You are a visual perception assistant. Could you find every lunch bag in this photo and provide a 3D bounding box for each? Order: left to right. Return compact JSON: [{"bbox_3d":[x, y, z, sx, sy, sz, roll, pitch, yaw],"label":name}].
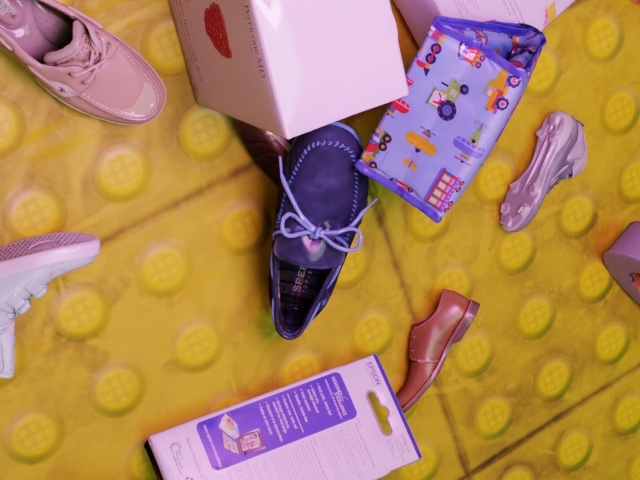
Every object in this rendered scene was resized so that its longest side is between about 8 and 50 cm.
[{"bbox_3d":[0.202,-0.174,1.581,0.221,0.138,0.293,-61,164,24],"label":"lunch bag"}]

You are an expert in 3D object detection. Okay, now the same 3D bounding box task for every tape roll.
[{"bbox_3d":[0.570,0.065,1.957,0.072,0.219,0.219,-47,120,-9],"label":"tape roll"}]

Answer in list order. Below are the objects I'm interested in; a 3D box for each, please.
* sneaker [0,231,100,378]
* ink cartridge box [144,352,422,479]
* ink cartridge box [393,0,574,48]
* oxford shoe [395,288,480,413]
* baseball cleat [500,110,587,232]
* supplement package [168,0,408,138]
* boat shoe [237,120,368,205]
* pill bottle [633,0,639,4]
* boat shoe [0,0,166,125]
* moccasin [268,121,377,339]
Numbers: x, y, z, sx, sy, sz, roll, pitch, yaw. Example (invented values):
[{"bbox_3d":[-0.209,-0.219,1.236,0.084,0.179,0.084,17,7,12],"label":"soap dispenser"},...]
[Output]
[{"bbox_3d":[-0.387,0.088,1.536,0.256,0.094,0.151,-21,107,-10],"label":"sneaker"},{"bbox_3d":[-0.051,0.307,1.742,0.371,0.069,0.176,-18,74,-20],"label":"ink cartridge box"},{"bbox_3d":[0.251,-0.402,1.695,0.306,0.131,0.226,-43,127,-12],"label":"ink cartridge box"},{"bbox_3d":[0.163,0.171,1.875,0.076,0.076,0.212,30,92,-1],"label":"oxford shoe"},{"bbox_3d":[0.361,-0.097,1.888,0.109,0.072,0.206,21,98,-37],"label":"baseball cleat"},{"bbox_3d":[-0.049,-0.256,1.499,0.175,0.293,0.177,-22,113,-21],"label":"supplement package"},{"bbox_3d":[-0.019,-0.111,1.683,0.095,0.095,0.257,-51,128,-19],"label":"boat shoe"},{"bbox_3d":[0.572,-0.405,1.820,0.121,0.221,0.121,-8,108,-26],"label":"pill bottle"},{"bbox_3d":[-0.311,-0.232,1.482,0.302,0.098,0.109,35,87,-31],"label":"boat shoe"},{"bbox_3d":[0.000,0.000,1.616,0.137,0.117,0.342,7,132,2],"label":"moccasin"}]
